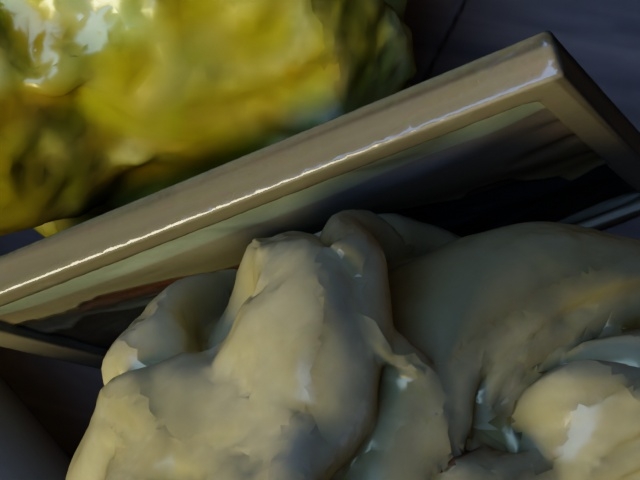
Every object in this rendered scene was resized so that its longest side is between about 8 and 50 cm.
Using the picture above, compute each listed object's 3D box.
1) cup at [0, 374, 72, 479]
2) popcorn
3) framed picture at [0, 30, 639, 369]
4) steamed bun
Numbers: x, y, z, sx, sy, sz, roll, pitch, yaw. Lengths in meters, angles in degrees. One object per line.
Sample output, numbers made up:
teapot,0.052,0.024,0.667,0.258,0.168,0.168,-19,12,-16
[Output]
cup,-0.275,0.101,0.738,0.253,0.253,0.371,-49,65,11
popcorn,-0.099,-0.101,0.671,0.276,0.276,0.225,-23,67,20
framed picture,0.000,0.001,0.655,0.265,0.192,0.018,-21,71,20
steamed bun,0.027,0.106,0.604,0.289,0.276,0.203,-54,35,0
